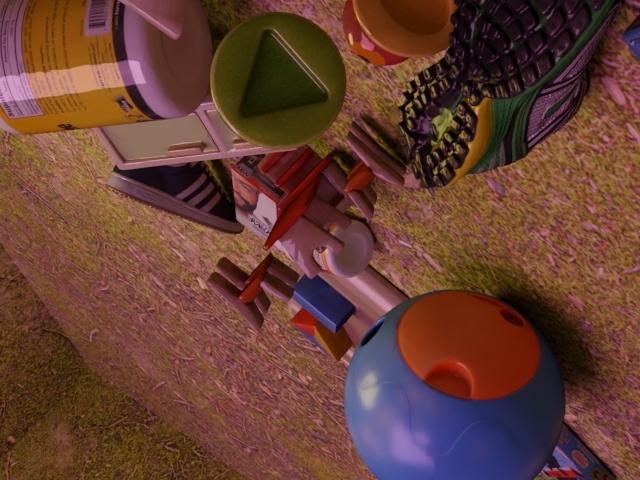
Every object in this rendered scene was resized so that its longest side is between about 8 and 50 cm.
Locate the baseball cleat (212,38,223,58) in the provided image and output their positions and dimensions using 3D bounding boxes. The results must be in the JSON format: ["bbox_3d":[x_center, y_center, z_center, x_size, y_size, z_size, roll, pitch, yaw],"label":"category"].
[{"bbox_3d":[-0.130,-0.198,1.924,0.109,0.072,0.206,35,163,5],"label":"baseball cleat"}]

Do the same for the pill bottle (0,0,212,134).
[{"bbox_3d":[-0.320,-0.232,1.756,0.333,0.188,0.188,-4,138,22],"label":"pill bottle"}]

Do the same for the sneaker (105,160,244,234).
[{"bbox_3d":[-0.203,-0.110,2.229,0.099,0.153,0.282,20,180,43],"label":"sneaker"}]

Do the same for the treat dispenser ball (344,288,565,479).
[{"bbox_3d":[0.175,0.207,1.825,0.288,0.288,0.288,38,159,17],"label":"treat dispenser ball"}]

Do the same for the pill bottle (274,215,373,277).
[{"bbox_3d":[0.000,0.000,2.040,0.152,0.086,0.086,17,147,50],"label":"pill bottle"}]

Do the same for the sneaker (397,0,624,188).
[{"bbox_3d":[0.193,-0.179,1.288,0.134,0.146,0.343,66,151,18],"label":"sneaker"}]

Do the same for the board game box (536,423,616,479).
[{"bbox_3d":[0.321,0.293,2.079,0.211,0.039,0.160,47,160,-6],"label":"board game box"}]

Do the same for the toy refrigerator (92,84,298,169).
[{"bbox_3d":[-0.160,-0.165,1.829,0.269,0.094,0.102,-5,138,23],"label":"toy refrigerator"}]

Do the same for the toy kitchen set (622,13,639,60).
[{"bbox_3d":[0.320,-0.077,1.157,0.207,0.166,0.122,49,160,-14],"label":"toy kitchen set"}]

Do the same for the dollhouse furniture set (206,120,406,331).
[{"bbox_3d":[-0.028,-0.048,1.790,0.135,0.262,0.259,43,-166,-6],"label":"dollhouse furniture set"}]

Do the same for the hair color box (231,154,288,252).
[{"bbox_3d":[-0.084,-0.059,2.135,0.093,0.053,0.167,38,158,18],"label":"hair color box"}]

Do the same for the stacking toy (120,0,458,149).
[{"bbox_3d":[-0.042,-0.245,1.386,0.309,0.279,0.130,45,171,-7],"label":"stacking toy"}]

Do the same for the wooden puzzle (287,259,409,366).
[{"bbox_3d":[0.062,0.153,2.237,0.322,0.080,0.348,40,159,12],"label":"wooden puzzle"}]
